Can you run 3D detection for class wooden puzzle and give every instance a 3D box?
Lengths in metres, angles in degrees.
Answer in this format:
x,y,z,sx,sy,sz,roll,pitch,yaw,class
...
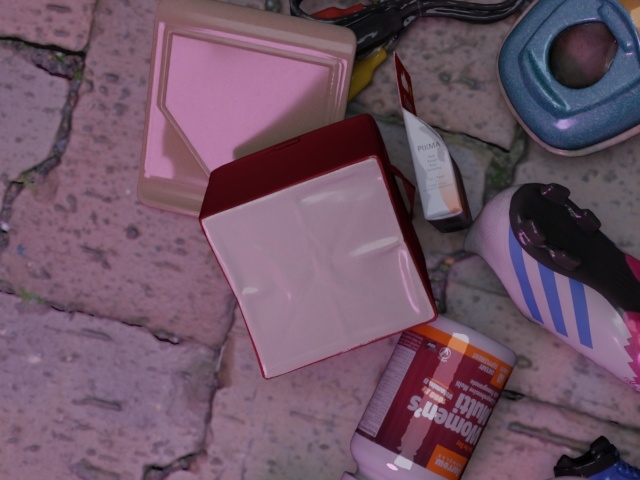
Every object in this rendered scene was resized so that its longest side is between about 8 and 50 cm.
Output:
x,y,z,sx,sy,sz,roll,pitch,yaw,class
-0.082,-0.134,1.620,0.220,0.044,0.239,13,109,9,wooden puzzle

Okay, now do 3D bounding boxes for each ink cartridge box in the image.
x,y,z,sx,sy,sz,roll,pitch,yaw,class
0.120,-0.103,1.563,0.045,0.145,0.179,-10,83,10,ink cartridge box

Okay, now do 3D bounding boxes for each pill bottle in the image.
x,y,z,sx,sy,sz,roll,pitch,yaw,class
0.105,0.191,1.539,0.121,0.121,0.221,25,86,10,pill bottle

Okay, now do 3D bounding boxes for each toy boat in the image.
x,y,z,sx,sy,sz,roll,pitch,yaw,class
0.339,-0.157,1.514,0.267,0.148,0.318,-41,73,18,toy boat

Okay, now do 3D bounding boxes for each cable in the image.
x,y,z,sx,sy,sz,roll,pitch,yaw,class
0.080,-0.250,1.646,0.287,0.072,0.139,-26,80,-8,cable

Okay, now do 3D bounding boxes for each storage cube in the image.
x,y,z,sx,sy,sz,roll,pitch,yaw,class
0.000,0.000,1.514,0.215,0.193,0.184,-19,106,6,storage cube

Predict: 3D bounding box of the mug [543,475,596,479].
x,y,z,sx,sy,sz,roll,pitch,yaw,class
0.310,0.381,1.411,0.374,0.276,0.328,35,103,14,mug

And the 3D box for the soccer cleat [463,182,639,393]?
x,y,z,sx,sy,sz,roll,pitch,yaw,class
0.290,0.068,1.549,0.331,0.143,0.116,44,60,-9,soccer cleat

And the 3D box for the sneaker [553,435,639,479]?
x,y,z,sx,sy,sz,roll,pitch,yaw,class
0.316,0.241,1.536,0.152,0.058,0.085,-13,89,12,sneaker
